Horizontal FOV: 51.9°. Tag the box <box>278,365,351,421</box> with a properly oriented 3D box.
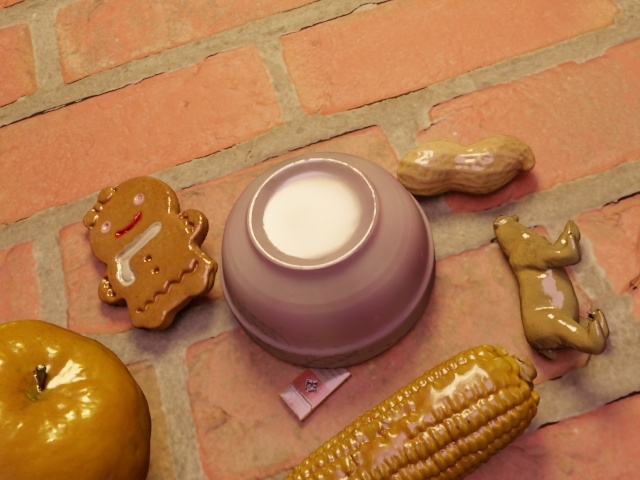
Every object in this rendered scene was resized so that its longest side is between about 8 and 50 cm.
[{"bbox_3d":[-0.007,0.179,0.814,0.083,0.012,0.046,-40,65,-13],"label":"box"}]

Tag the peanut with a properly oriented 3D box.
[{"bbox_3d":[0.196,-0.102,0.892,0.187,0.082,0.082,-4,62,7],"label":"peanut"}]

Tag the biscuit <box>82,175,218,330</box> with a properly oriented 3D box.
[{"bbox_3d":[-0.242,0.004,0.908,0.184,0.035,0.249,-38,60,5],"label":"biscuit"}]

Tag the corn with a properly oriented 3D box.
[{"bbox_3d":[0.081,0.235,0.712,0.363,0.120,0.120,-33,63,-8],"label":"corn"}]

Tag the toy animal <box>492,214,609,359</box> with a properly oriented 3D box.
[{"bbox_3d":[0.275,0.047,0.804,0.101,0.103,0.219,-20,63,26],"label":"toy animal"}]

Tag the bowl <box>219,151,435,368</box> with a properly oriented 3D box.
[{"bbox_3d":[0.000,0.000,0.826,0.286,0.144,0.287,-5,59,8],"label":"bowl"}]

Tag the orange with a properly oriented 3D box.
[{"bbox_3d":[-0.324,0.225,0.708,0.279,0.235,0.279,20,31,-13],"label":"orange"}]
